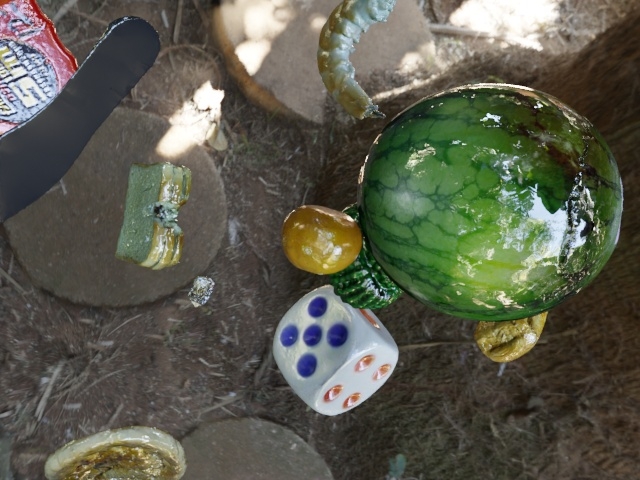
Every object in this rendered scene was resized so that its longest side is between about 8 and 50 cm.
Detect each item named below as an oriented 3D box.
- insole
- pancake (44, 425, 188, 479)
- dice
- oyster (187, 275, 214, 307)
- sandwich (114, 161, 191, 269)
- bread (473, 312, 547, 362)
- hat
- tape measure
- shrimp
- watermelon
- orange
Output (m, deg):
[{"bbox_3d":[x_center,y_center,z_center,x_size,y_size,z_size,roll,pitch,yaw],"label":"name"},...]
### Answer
[{"bbox_3d":[-0.328,-0.140,0.663,0.009,0.119,0.348,43,91,20],"label":"insole"},{"bbox_3d":[-0.494,0.554,1.309,0.356,0.356,0.065,10,47,-22],"label":"pancake"},{"bbox_3d":[0.044,0.340,1.692,0.304,0.304,0.277,-45,138,6],"label":"dice"},{"bbox_3d":[-0.282,0.123,1.252,0.054,0.019,0.083,17,114,-23],"label":"oyster"},{"bbox_3d":[-0.427,-0.065,1.373,0.095,0.249,0.273,10,88,-41],"label":"sandwich"},{"bbox_3d":[0.360,0.133,0.972,0.083,0.114,0.211,45,43,3],"label":"bread"},{"bbox_3d":[0.170,0.010,1.270,0.242,0.332,0.274,7,68,-30],"label":"hat"},{"bbox_3d":[-0.570,-0.306,0.974,0.260,0.114,0.253,-41,127,-20],"label":"tape measure"},{"bbox_3d":[0.067,-0.397,1.113,0.068,0.185,0.287,9,89,-51],"label":"shrimp"},{"bbox_3d":[0.228,-0.050,0.766,0.363,0.363,0.363,6,75,-23],"label":"watermelon"},{"bbox_3d":[0.000,0.000,1.010,0.156,0.156,0.124,14,100,-21],"label":"orange"}]
